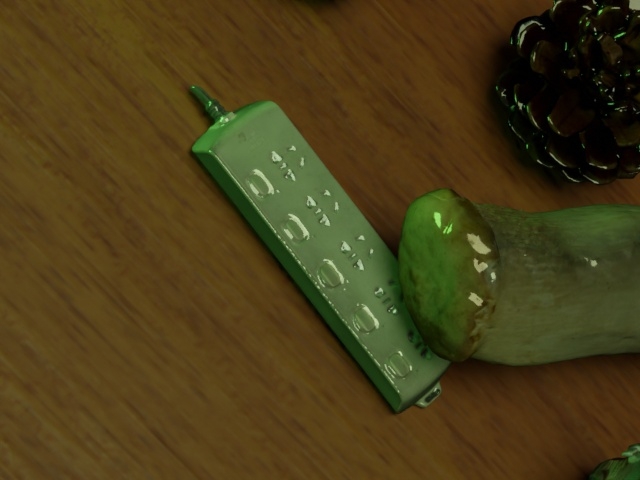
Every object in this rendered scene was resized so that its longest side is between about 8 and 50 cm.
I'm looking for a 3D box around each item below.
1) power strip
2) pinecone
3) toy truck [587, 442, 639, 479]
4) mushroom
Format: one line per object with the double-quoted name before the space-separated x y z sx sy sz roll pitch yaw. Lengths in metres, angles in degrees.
"power strip" 0.000 0.000 1.087 0.060 0.027 0.253 -40 95 -30
"pinecone" 0.191 -0.109 1.159 0.140 0.121 0.140 2 80 -11
"toy truck" 0.151 0.238 1.030 0.270 0.135 0.114 -42 95 -29
"mushroom" 0.203 0.037 1.132 0.351 0.095 0.123 11 85 -29
